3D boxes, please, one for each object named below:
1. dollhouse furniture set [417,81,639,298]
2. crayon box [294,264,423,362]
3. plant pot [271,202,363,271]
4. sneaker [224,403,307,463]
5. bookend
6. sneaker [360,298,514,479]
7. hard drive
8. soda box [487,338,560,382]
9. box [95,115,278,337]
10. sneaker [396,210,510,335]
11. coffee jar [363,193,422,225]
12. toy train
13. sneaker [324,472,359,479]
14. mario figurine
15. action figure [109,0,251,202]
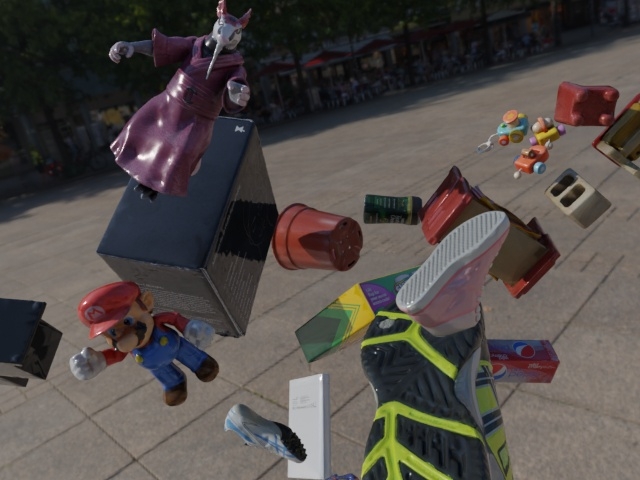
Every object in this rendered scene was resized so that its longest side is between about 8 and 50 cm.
[{"bbox_3d":[0.359,-0.108,0.841,0.374,0.201,0.152,-53,10,23],"label":"dollhouse furniture set"},{"bbox_3d":[0.160,0.187,1.367,0.362,0.106,0.313,-12,-21,-40],"label":"crayon box"},{"bbox_3d":[0.000,0.000,1.925,0.264,0.273,0.272,8,28,41],"label":"plant pot"},{"bbox_3d":[-0.145,0.522,1.340,0.237,0.086,0.085,29,12,5],"label":"sneaker"},{"bbox_3d":[-0.383,0.130,0.618,0.157,0.156,0.073,4,61,6],"label":"bookend"},{"bbox_3d":[0.127,0.189,0.552,0.145,0.147,0.385,-16,27,25],"label":"sneaker"},{"bbox_3d":[-0.043,0.693,1.887,0.047,0.354,0.233,16,-28,-32],"label":"hard drive"},{"bbox_3d":[0.508,0.332,1.392,0.263,0.092,0.083,2,33,-5],"label":"soda box"},{"bbox_3d":[-0.342,-0.033,1.494,0.297,0.472,0.480,9,60,8],"label":"box"},{"bbox_3d":[0.141,0.036,0.492,0.134,0.070,0.051,-45,22,-2],"label":"sneaker"},{"bbox_3d":[0.229,-0.096,1.601,0.184,0.096,0.079,2,57,5],"label":"coffee jar"},{"bbox_3d":[0.347,-0.178,0.885,0.125,0.046,0.166,-39,33,-1],"label":"toy train"},{"bbox_3d":[0.079,0.609,1.231,0.221,0.083,0.087,-9,14,42],"label":"sneaker"},{"bbox_3d":[-0.330,0.211,0.964,0.170,0.321,0.198,1,50,37],"label":"mario figurine"},{"bbox_3d":[-0.217,-0.248,0.918,0.370,0.248,0.275,-54,-9,14],"label":"action figure"}]
